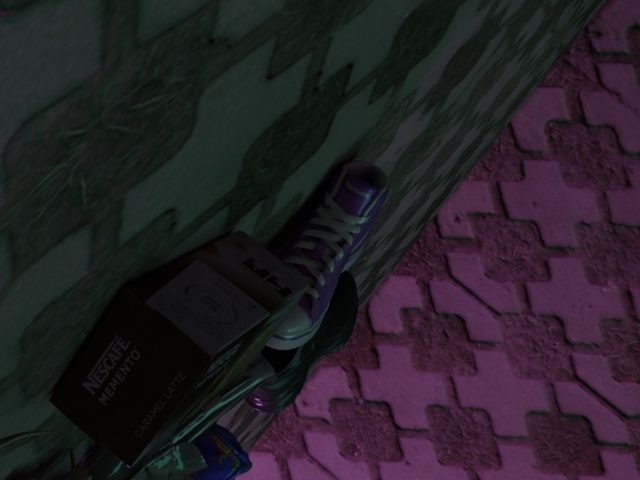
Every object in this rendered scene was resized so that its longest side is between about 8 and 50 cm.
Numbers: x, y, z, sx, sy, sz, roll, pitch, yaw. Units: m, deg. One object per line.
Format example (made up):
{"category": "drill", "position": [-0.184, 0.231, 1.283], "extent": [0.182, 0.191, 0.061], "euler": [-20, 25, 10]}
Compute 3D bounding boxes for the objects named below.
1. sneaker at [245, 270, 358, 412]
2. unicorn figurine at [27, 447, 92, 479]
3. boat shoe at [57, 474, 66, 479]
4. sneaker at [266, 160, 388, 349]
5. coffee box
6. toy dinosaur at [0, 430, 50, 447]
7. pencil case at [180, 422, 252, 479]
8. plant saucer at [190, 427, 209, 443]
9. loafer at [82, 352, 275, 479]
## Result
{"category": "sneaker", "position": [-0.027, 0.152, 1.996], "extent": [0.286, 0.109, 0.130], "euler": [-55, 158, -27]}
{"category": "unicorn figurine", "position": [-0.278, 0.265, 1.190], "extent": [0.111, 0.060, 0.162], "euler": [-45, 174, -10]}
{"category": "boat shoe", "position": [-0.260, 0.313, 1.255], "extent": [0.228, 0.081, 0.068], "euler": [-146, -121, -72]}
{"category": "sneaker", "position": [-0.001, -0.001, 1.457], "extent": [0.282, 0.102, 0.161], "euler": [-58, 177, -47]}
{"category": "coffee box", "position": [-0.123, 0.092, 1.123], "extent": [0.141, 0.098, 0.246], "euler": [-54, 172, 20]}
{"category": "toy dinosaur", "position": [-0.281, 0.181, 0.876], "extent": [0.183, 0.053, 0.092], "euler": [-40, -175, -20]}
{"category": "pencil case", "position": [-0.243, 0.452, 2.044], "extent": [0.306, 0.133, 0.119], "euler": [-50, 140, -9]}
{"category": "plant saucer", "position": [-0.178, 0.272, 1.948], "extent": [0.168, 0.029, 0.168], "euler": [-51, 172, -10]}
{"category": "loafer", "position": [-0.184, 0.242, 1.433], "extent": [0.319, 0.111, 0.112], "euler": [-50, 173, -8]}
